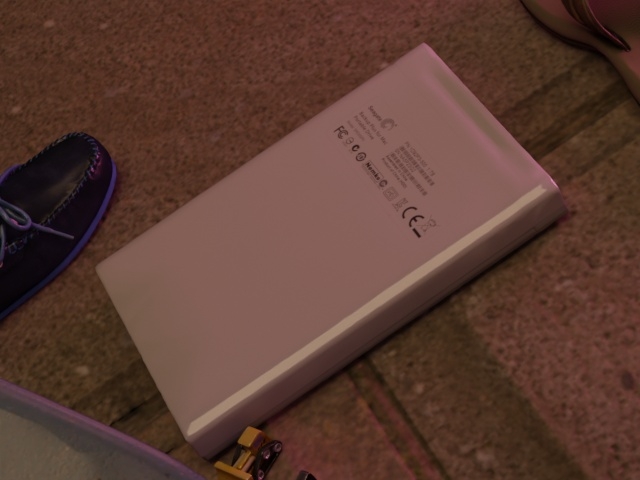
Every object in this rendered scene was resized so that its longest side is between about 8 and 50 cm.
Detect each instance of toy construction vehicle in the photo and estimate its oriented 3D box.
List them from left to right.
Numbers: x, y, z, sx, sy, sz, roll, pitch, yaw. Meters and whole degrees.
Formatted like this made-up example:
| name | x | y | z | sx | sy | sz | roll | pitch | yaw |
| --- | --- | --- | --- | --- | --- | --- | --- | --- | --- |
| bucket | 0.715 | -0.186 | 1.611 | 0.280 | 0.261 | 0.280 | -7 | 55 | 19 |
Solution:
| name | x | y | z | sx | sy | sz | roll | pitch | yaw |
| --- | --- | --- | --- | --- | --- | --- | --- | --- | --- |
| toy construction vehicle | -0.045 | 0.173 | 1.056 | 0.086 | 0.035 | 0.098 | 19 | 65 | 38 |

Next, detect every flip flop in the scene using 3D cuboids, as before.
| name | x | y | z | sx | sy | sz | roll | pitch | yaw |
| --- | --- | --- | --- | --- | --- | --- | --- | --- | --- |
| flip flop | 0.224 | -0.174 | 1.160 | 0.112 | 0.080 | 0.277 | -32 | 46 | 2 |

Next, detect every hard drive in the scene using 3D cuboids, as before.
| name | x | y | z | sx | sy | sz | roll | pitch | yaw |
| --- | --- | --- | --- | --- | --- | --- | --- | --- | --- |
| hard drive | 0.000 | 0.000 | 1.168 | 0.307 | 0.040 | 0.203 | -35 | 46 | -1 |

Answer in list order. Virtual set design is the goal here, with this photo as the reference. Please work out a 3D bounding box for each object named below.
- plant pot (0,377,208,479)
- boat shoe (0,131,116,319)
| name | x | y | z | sx | sy | sz | roll | pitch | yaw |
| --- | --- | --- | --- | --- | --- | --- | --- | --- | --- |
| plant pot | -0.122 | 0.255 | 0.899 | 0.252 | 0.248 | 0.247 | 15 | 61 | 15 |
| boat shoe | -0.267 | 0.006 | 1.273 | 0.109 | 0.089 | 0.258 | 25 | 69 | 40 |
